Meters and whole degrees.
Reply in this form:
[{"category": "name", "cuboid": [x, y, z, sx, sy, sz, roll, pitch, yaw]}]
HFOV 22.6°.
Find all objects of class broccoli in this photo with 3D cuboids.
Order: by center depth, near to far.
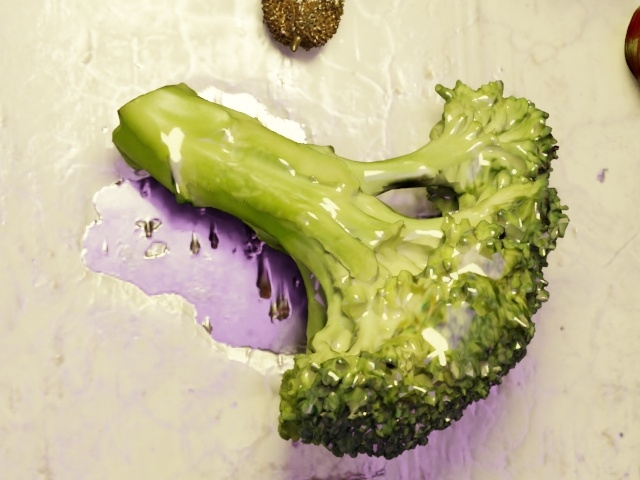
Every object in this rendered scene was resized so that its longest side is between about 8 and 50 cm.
[{"category": "broccoli", "cuboid": [0.002, 0.024, 1.408, 0.397, 0.275, 0.353, 11, 40, -13]}]

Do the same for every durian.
[{"category": "durian", "cuboid": [-0.019, -0.214, 1.495, 0.080, 0.080, 0.091, 20, 62, -6]}]

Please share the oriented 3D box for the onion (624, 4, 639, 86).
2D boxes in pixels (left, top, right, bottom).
[{"category": "onion", "cuboid": [0.348, -0.184, 1.530, 0.117, 0.118, 0.119, 29, 82, 0]}]
